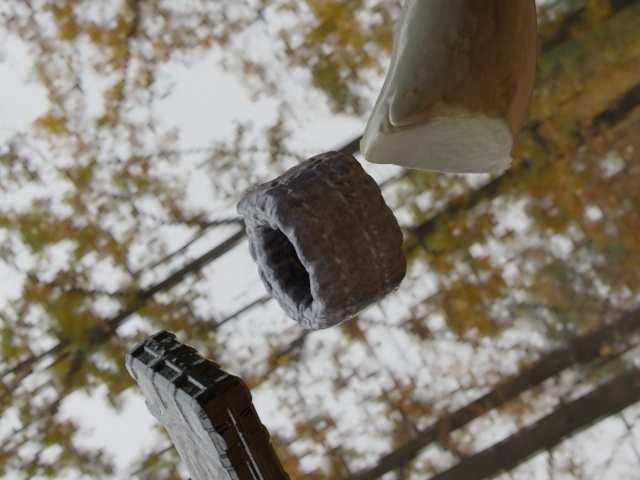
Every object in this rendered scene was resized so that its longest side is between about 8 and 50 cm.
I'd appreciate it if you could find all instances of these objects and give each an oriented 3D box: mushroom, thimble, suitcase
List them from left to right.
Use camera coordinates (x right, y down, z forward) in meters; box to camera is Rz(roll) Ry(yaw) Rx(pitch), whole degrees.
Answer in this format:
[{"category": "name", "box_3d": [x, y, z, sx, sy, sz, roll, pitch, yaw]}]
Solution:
[{"category": "suitcase", "box_3d": [-0.102, 0.245, 1.768, 0.206, 0.066, 0.286, 26, 144, 55]}, {"category": "thimble", "box_3d": [0.001, 0.001, 1.411, 0.150, 0.097, 0.150, 50, 157, 30]}, {"category": "mushroom", "box_3d": [0.157, -0.228, 1.642, 0.154, 0.137, 0.407, 16, -121, 0]}]
